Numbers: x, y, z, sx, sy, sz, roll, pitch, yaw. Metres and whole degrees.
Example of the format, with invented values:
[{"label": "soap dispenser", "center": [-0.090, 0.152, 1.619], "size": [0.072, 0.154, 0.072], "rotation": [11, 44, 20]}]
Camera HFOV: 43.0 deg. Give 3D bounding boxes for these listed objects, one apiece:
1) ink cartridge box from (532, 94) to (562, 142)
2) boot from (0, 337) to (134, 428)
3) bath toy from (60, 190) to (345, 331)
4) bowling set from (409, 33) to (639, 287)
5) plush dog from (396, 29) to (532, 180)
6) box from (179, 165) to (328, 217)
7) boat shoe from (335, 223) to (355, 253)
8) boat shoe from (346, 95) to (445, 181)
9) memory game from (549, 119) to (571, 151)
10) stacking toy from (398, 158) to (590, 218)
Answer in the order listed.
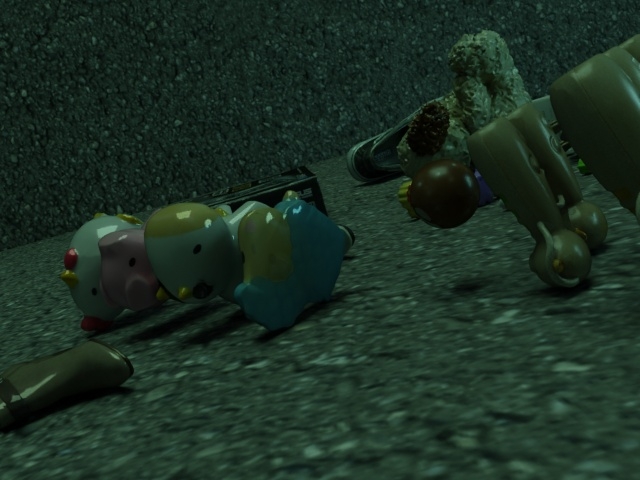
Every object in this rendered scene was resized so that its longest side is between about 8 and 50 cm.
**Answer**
[{"label": "ink cartridge box", "center": [0.437, -0.244, 1.555], "size": [0.308, 0.091, 0.385], "rotation": [-22, 12, -38]}, {"label": "boot", "center": [-0.205, 0.111, 0.614], "size": [0.118, 0.042, 0.087], "rotation": [-8, 18, 47]}, {"label": "bath toy", "center": [-0.145, 0.027, 0.782], "size": [0.348, 0.129, 0.151], "rotation": [-4, -30, 45]}, {"label": "bowling set", "center": [0.184, -0.032, 0.599], "size": [0.200, 0.154, 0.287], "rotation": [-32, -1, 34]}, {"label": "plush dog", "center": [0.226, -0.170, 1.308], "size": [0.225, 0.210, 0.262], "rotation": [-31, -17, -9]}, {"label": "box", "center": [-0.121, -0.046, 1.324], "size": [0.243, 0.076, 0.307], "rotation": [-16, 9, -1]}, {"label": "boat shoe", "center": [0.000, 0.000, 0.929], "size": [0.038, 0.046, 0.125], "rotation": [-29, 7, -38]}, {"label": "boat shoe", "center": [0.214, -0.204, 1.648], "size": [0.335, 0.121, 0.119], "rotation": [-31, 14, -22]}, {"label": "memory game", "center": [0.384, -0.178, 1.165], "size": [0.186, 0.012, 0.186], "rotation": [-27, -20, -10]}, {"label": "stacking toy", "center": [0.230, -0.083, 1.020], "size": [0.221, 0.052, 0.167], "rotation": [-21, 10, -36]}]
